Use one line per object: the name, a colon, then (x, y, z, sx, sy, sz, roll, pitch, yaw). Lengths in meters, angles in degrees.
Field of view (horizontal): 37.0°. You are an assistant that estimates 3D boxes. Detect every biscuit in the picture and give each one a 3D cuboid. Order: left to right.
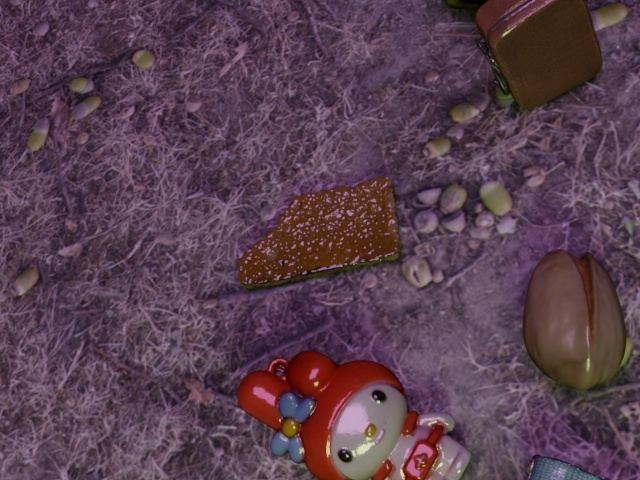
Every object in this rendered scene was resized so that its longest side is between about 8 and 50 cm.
biscuit: (-0.005, -0.009, 1.358, 0.237, 0.026, 0.131, -13, 60, 13)

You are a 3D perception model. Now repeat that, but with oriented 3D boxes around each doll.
doll: (0.037, 0.222, 1.168, 0.290, 0.130, 0.161, 28, 82, 13)

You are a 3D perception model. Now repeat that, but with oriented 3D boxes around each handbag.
handbag: (0.292, -0.268, 1.289, 0.151, 0.193, 0.072, -28, 58, 9)

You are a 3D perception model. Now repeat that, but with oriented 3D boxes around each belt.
belt: (0.318, 0.300, 1.078, 0.179, 0.100, 0.065, 23, 72, 11)

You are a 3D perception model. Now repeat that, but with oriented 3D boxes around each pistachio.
pistachio: (0.304, 0.094, 1.145, 0.124, 0.124, 0.185, -8, 63, 15)

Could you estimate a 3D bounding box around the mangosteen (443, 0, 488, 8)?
mangosteen: (0.245, -0.428, 1.390, 0.216, 0.216, 0.216, -8, 63, 15)
